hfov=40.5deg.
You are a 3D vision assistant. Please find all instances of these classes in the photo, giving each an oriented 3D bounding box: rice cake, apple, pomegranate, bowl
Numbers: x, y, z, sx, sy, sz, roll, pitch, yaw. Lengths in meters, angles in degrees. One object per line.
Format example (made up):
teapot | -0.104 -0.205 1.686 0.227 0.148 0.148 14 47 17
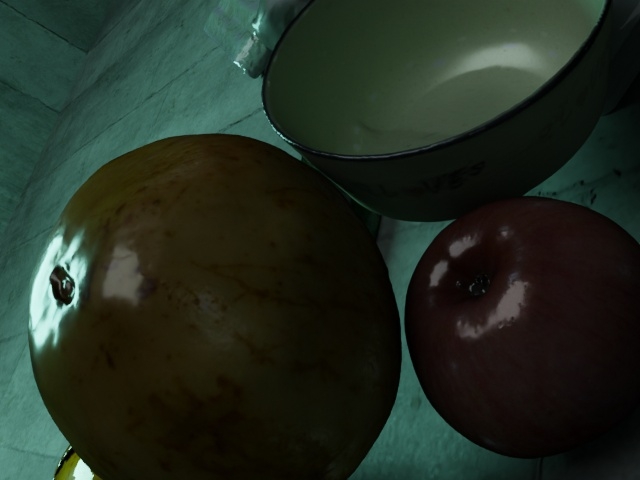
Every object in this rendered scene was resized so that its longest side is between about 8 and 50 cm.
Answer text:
rice cake | -0.119 -0.334 1.351 0.106 0.050 0.298 -55 27 10
apple | 0.118 0.045 0.500 0.153 0.120 0.153 -40 33 33
pomegranate | -0.061 0.052 0.536 0.248 0.248 0.248 -41 33 34
bowl | 0.089 -0.102 0.591 0.237 0.126 0.238 -17 44 17

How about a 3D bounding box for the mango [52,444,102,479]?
mango | -0.119 0.213 0.687 0.290 0.191 0.160 -24 37 57

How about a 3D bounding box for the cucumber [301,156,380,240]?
cucumber | 0.000 0.000 0.817 0.115 0.063 0.244 -32 40 45

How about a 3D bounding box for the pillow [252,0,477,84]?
pillow | 0.106 -0.272 0.744 0.228 0.101 0.326 29 93 22

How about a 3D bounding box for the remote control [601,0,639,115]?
remote control | 0.241 -0.211 0.626 0.250 0.034 0.103 -58 27 9
